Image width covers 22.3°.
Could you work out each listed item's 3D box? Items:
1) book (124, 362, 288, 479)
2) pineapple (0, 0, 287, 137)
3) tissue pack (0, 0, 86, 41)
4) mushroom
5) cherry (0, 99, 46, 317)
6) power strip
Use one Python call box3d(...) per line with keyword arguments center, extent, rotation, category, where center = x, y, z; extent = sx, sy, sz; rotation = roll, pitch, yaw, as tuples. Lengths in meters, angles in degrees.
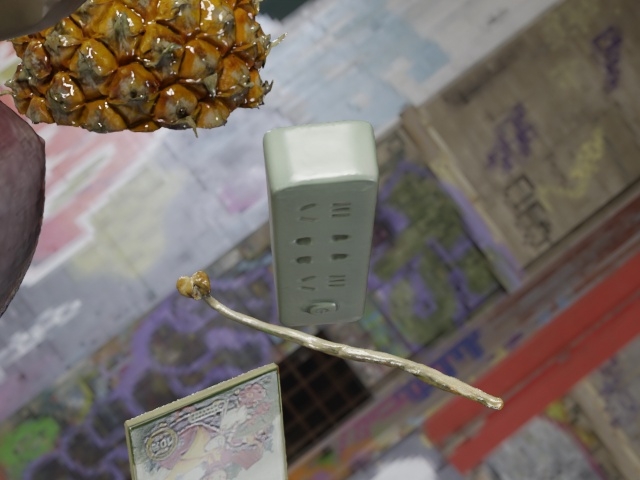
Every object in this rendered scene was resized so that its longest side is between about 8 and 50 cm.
box3d(center=(-0.137, 0.335, 2.119), extent=(0.018, 0.228, 0.322), rotation=(30, -47, 49), category="book")
box3d(center=(-0.193, -0.275, 1.897), extent=(0.209, 0.344, 0.286), rotation=(37, -46, 54), category="pineapple")
box3d(center=(-0.359, -0.317, 1.393), extent=(0.387, 0.267, 0.276), rotation=(-4, -55, 29), category="tissue pack")
box3d(center=(0.016, 0.086, 1.331), extent=(0.286, 0.025, 0.028), rotation=(23, -15, -4), category="mushroom")
box3d(center=(-0.289, -0.004, 0.992), extent=(0.183, 0.266, 0.213), rotation=(39, -33, 59), category="cherry")
box3d(center=(0.000, -0.001, 1.459), extent=(0.385, 0.091, 0.062), rotation=(91, -7, -68), category="power strip")
